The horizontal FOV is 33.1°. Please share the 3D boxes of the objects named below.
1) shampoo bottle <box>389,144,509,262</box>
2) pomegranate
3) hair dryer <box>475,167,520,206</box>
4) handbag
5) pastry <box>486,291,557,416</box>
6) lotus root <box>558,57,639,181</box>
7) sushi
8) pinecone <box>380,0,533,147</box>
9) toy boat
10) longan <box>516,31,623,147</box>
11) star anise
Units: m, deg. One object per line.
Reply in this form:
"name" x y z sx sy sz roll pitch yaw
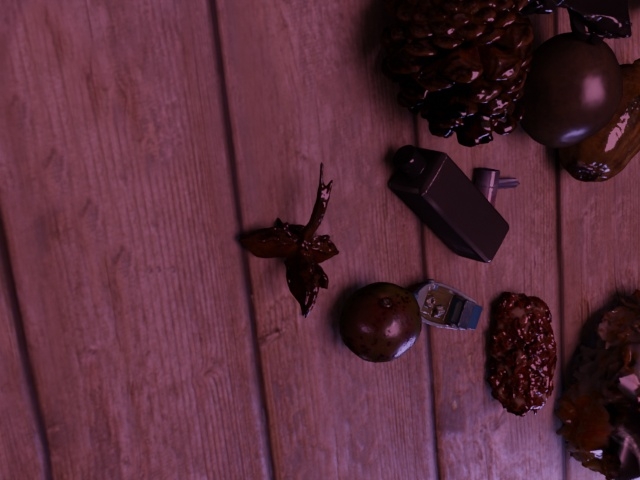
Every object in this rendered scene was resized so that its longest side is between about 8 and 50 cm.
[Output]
"shampoo bottle" 0.192 -0.061 1.647 0.246 0.080 0.079 42 73 -39
"pomegranate" 0.091 0.126 1.587 0.130 0.130 0.130 -12 109 -37
"hair dryer" 0.293 -0.087 1.758 0.114 0.037 0.063 -7 108 -46
"handbag" 0.359 -0.432 1.607 0.285 0.113 0.257 9 67 -46
"pastry" 0.348 0.192 1.838 0.115 0.097 0.208 -15 110 -47
"lotus root" 0.500 -0.211 1.829 0.260 0.128 0.145 -56 156 -14
"sushi" 0.636 0.282 2.052 0.417 0.176 0.417 -4 97 -36
"pinecone" 0.190 -0.259 1.504 0.224 0.224 0.272 -41 144 -24
"toy boat" 0.194 0.104 1.706 0.173 0.059 0.069 21 88 -41
"longan" 0.394 -0.238 1.712 0.167 0.167 0.187 19 117 -41
"star anise" -0.008 -0.005 1.468 0.140 0.144 0.158 48 34 -5
